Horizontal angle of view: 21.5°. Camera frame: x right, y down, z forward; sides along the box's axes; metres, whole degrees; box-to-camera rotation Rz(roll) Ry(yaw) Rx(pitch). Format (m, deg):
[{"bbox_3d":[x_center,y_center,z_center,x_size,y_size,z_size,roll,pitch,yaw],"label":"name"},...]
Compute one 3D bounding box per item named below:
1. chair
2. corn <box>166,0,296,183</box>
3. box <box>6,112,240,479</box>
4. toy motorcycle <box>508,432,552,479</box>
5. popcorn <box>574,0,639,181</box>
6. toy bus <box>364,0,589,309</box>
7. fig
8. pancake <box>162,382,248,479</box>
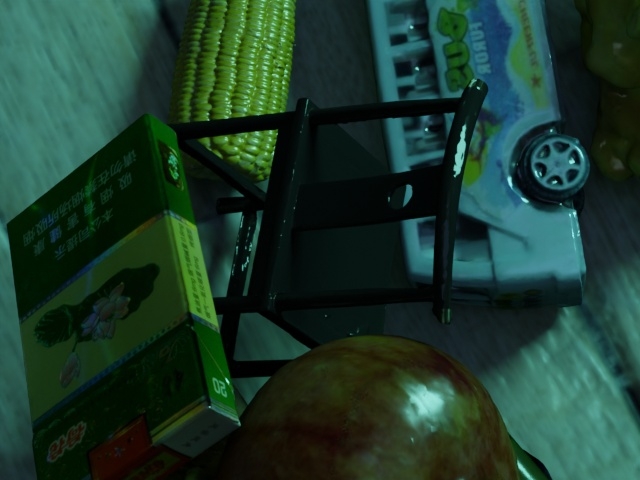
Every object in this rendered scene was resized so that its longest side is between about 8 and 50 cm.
[{"bbox_3d":[0.000,0.000,1.066,0.260,0.141,0.154,-4,66,31],"label":"chair"},{"bbox_3d":[-0.060,-0.123,1.197,0.085,0.063,0.165,4,74,22],"label":"corn"},{"bbox_3d":[-0.123,0.045,1.009,0.132,0.034,0.235,-35,46,22],"label":"box"},{"bbox_3d":[0.043,0.212,1.098,0.275,0.127,0.205,-38,82,-18],"label":"toy motorcycle"},{"bbox_3d":[0.268,-0.163,1.170,0.190,0.191,0.253,32,70,31],"label":"popcorn"},{"bbox_3d":[0.107,-0.111,1.186,0.136,0.109,0.329,-9,77,4],"label":"toy bus"},{"bbox_3d":[0.017,0.150,0.957,0.205,0.205,0.205,1,76,-3],"label":"fig"},{"bbox_3d":[-0.114,0.114,1.095,0.158,0.158,0.028,23,46,2],"label":"pancake"}]
